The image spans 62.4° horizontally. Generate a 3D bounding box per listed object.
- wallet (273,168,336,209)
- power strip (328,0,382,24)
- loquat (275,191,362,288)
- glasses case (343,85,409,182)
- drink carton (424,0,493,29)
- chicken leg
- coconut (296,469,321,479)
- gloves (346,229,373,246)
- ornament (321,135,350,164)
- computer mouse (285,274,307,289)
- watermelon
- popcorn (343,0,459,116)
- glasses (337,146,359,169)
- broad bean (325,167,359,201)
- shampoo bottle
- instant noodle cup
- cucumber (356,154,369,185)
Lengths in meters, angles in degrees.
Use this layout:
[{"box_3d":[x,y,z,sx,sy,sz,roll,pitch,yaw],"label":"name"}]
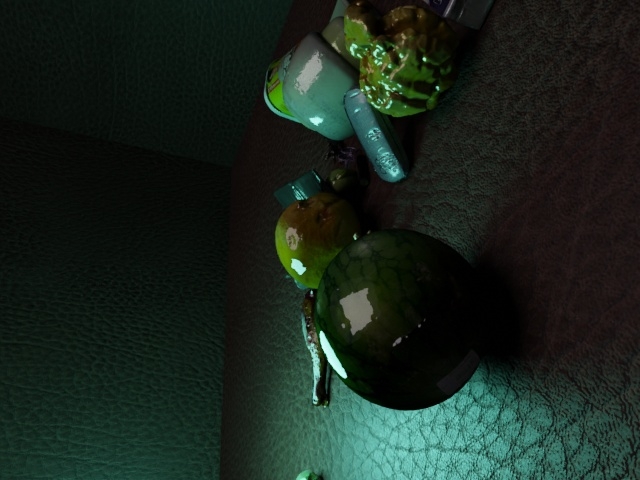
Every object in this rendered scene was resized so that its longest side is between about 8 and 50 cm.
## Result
[{"box_3d":[-0.023,-0.105,1.789,0.041,0.247,0.323,-46,13,-26],"label":"wallet"},{"box_3d":[0.125,-0.738,1.832,0.224,0.140,0.139,-105,33,-51],"label":"power strip"},{"box_3d":[0.000,0.000,1.607,0.275,0.276,0.283,-100,-11,-45],"label":"loquat"},{"box_3d":[0.152,-0.289,1.443,0.109,0.067,0.282,-16,106,57],"label":"glasses case"},{"box_3d":[0.332,-0.613,1.266,0.222,0.102,0.134,-103,29,-51],"label":"drink carton"},{"box_3d":[-0.013,0.337,1.741,0.158,0.096,0.406,119,151,-54],"label":"chicken leg"},{"box_3d":[-0.035,0.746,1.611,0.083,0.082,0.081,-45,-39,-42],"label":"coconut"},{"box_3d":[0.120,0.061,1.452,0.164,0.124,0.203,-74,2,-47],"label":"gloves"},{"box_3d":[0.066,-0.385,1.910,0.236,0.080,0.202,-97,23,-46],"label":"ornament"},{"box_3d":[-0.050,0.088,1.951,0.379,0.090,0.167,-38,64,63],"label":"computer mouse"},{"box_3d":[0.152,0.148,1.034,0.363,0.364,0.362,-170,90,-70],"label":"watermelon"},{"box_3d":[0.190,-0.445,1.275,0.265,0.332,0.225,-19,37,52],"label":"popcorn"},{"box_3d":[0.093,-0.246,1.775,0.140,0.063,0.103,-69,-21,-61],"label":"glasses"},{"box_3d":[0.068,-0.177,1.721,0.082,0.125,0.174,59,172,15],"label":"broad bean"},{"box_3d":[0.056,-0.478,1.603,0.317,0.323,0.322,-49,30,18],"label":"shampoo bottle"},{"box_3d":[-0.044,-0.657,2.114,0.308,0.294,0.293,-21,60,58],"label":"instant noodle cup"},{"box_3d":[0.135,-0.233,1.708,0.032,0.032,0.133,123,152,-47],"label":"cucumber"}]
